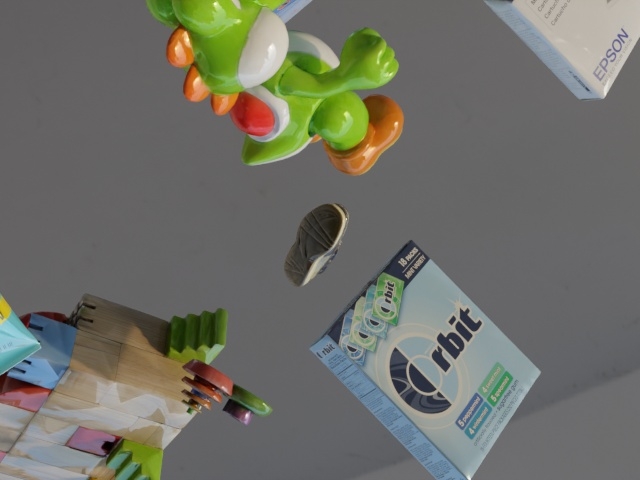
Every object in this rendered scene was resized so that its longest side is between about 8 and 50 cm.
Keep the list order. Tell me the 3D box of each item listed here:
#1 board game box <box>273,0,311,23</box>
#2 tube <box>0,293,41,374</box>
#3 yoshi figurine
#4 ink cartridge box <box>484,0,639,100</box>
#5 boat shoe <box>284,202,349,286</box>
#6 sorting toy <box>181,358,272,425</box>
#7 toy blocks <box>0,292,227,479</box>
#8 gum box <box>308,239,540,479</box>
[{"bbox_3d":[-0.037,-0.327,1.330,0.281,0.145,0.027,-31,-85,42],"label":"board game box"},{"bbox_3d":[-0.275,0.030,0.727,0.080,0.207,0.052,-31,-137,-18],"label":"tube"},{"bbox_3d":[-0.034,-0.219,1.059,0.203,0.362,0.203,-19,-115,21],"label":"yoshi figurine"},{"bbox_3d":[0.277,-0.305,1.085,0.223,0.224,0.045,-58,-155,-12],"label":"ink cartridge box"},{"bbox_3d":[0.000,0.000,1.286,0.049,0.152,0.056,-26,-109,-40],"label":"boat shoe"},{"bbox_3d":[-0.091,0.140,0.878,0.061,0.102,0.042,16,-109,46],"label":"sorting toy"},{"bbox_3d":[-0.305,0.175,1.108,0.381,0.261,0.191,-48,-150,40],"label":"toy blocks"},{"bbox_3d":[0.103,0.114,0.957,0.184,0.041,0.157,46,-129,-1],"label":"gum box"}]
